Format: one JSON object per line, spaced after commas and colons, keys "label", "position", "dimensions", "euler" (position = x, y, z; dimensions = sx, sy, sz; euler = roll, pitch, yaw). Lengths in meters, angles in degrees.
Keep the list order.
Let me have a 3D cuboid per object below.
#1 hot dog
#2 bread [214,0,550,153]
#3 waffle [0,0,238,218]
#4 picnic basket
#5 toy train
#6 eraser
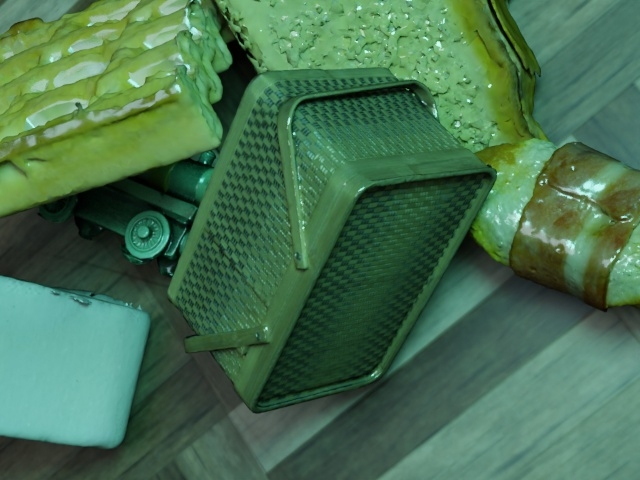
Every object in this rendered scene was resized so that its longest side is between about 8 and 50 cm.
{"label": "hot dog", "position": [0.218, -0.007, 0.962], "dimensions": [0.261, 0.093, 0.123], "euler": [28, 75, 28]}
{"label": "bread", "position": [0.060, -0.222, 1.095], "dimensions": [0.248, 0.279, 0.315], "euler": [-23, 113, 18]}
{"label": "waffle", "position": [-0.223, -0.135, 1.069], "dimensions": [0.304, 0.077, 0.348], "euler": [-18, 28, 13]}
{"label": "picnic basket", "position": [0.000, 0.000, 0.963], "dimensions": [0.139, 0.165, 0.266], "euler": [48, 128, 31]}
{"label": "toy train", "position": [-0.177, -0.049, 1.147], "dimensions": [0.200, 0.083, 0.132], "euler": [22, 85, 25]}
{"label": "eraser", "position": [-0.364, 0.089, 1.127], "dimensions": [0.331, 0.331, 0.150], "euler": [11, 85, 25]}
